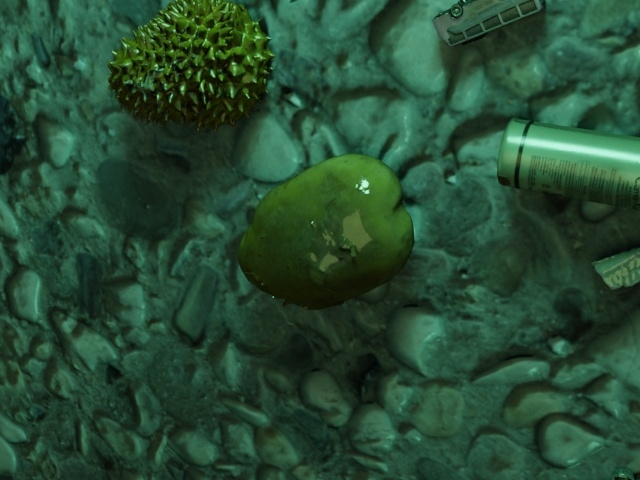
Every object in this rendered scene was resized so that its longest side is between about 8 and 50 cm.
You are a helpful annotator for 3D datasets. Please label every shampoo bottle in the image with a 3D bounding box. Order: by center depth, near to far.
[{"bbox_3d":[0.346,-0.084,1.044,0.262,0.085,0.085,12,119,21],"label":"shampoo bottle"}]

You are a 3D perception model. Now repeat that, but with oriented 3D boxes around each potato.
[{"bbox_3d":[0.000,0.000,1.235,0.296,0.141,0.192,-28,96,37],"label":"potato"}]

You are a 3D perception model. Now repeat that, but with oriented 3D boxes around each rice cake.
[{"bbox_3d":[0.451,0.010,1.057,0.269,0.049,0.055,-23,80,34],"label":"rice cake"}]

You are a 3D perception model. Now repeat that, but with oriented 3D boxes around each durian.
[{"bbox_3d":[-0.184,-0.234,1.227,0.249,0.138,0.183,-26,91,29],"label":"durian"}]

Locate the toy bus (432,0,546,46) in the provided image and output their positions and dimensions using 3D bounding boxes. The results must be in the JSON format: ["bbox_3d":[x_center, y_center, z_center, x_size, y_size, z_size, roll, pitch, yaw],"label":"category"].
[{"bbox_3d":[0.201,-0.273,1.058,0.130,0.037,0.052,-17,109,32],"label":"toy bus"}]

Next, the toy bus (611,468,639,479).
[{"bbox_3d":[0.479,0.361,1.197,0.195,0.081,0.089,-16,115,32],"label":"toy bus"}]
